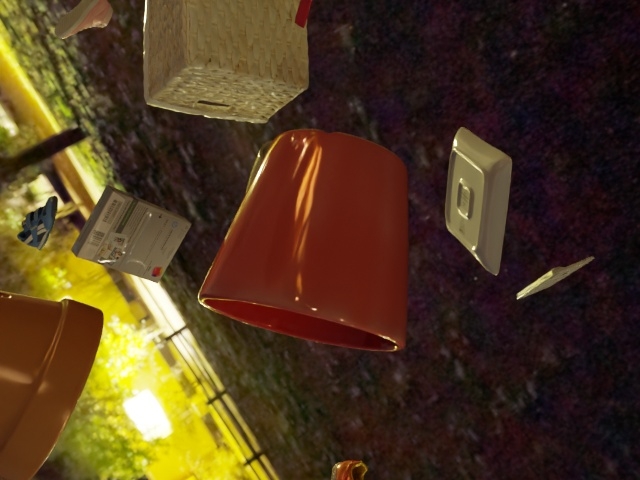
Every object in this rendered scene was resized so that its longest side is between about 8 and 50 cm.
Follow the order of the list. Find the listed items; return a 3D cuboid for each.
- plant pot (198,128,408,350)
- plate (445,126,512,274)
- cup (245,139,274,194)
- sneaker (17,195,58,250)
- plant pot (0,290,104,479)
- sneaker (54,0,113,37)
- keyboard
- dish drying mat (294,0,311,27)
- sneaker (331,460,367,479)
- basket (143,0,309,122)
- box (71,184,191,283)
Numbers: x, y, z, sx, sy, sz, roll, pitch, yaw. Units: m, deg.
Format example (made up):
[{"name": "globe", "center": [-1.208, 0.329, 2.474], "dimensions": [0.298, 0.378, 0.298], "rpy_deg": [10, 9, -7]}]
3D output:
[{"name": "plant pot", "center": [0.000, 0.000, 0.927], "dimensions": [0.275, 0.243, 0.275], "rpy_deg": [12, 166, 3]}, {"name": "plate", "center": [0.349, -0.096, 1.597], "dimensions": [0.277, 0.045, 0.277], "rpy_deg": [-118, 26, -63]}, {"name": "cup", "center": [-0.049, -0.038, 1.585], "dimensions": [0.331, 0.331, 0.237], "rpy_deg": [48, 118, 24]}, {"name": "sneaker", "center": [-0.588, -0.039, 1.441], "dimensions": [0.144, 0.059, 0.053], "rpy_deg": [-54, 27, 30]}, {"name": "plant pot", "center": [-0.494, 0.200, 1.058], "dimensions": [0.204, 0.290, 0.291], "rpy_deg": [28, 173, -24]}, {"name": "sneaker", "center": [-0.496, -0.465, 1.470], "dimensions": [0.051, 0.134, 0.070], "rpy_deg": [37, 172, 31]}, {"name": "keyboard", "center": [0.407, 0.069, 1.217], "dimensions": [0.256, 0.072, 0.014], "rpy_deg": [80, 173, -76]}, {"name": "dish drying mat", "center": [-0.029, -0.442, 1.290], "dimensions": [0.032, 0.008, 0.083], "rpy_deg": [43, 125, 39]}, {"name": "sneaker", "center": [0.050, 0.457, 1.188], "dimensions": [0.064, 0.068, 0.175], "rpy_deg": [54, -150, -39]}, {"name": "basket", "center": [-0.218, -0.484, 1.621], "dimensions": [0.266, 0.329, 0.331], "rpy_deg": [-17, 72, 56]}, {"name": "box", "center": [-0.363, -0.008, 1.340], "dimensions": [0.186, 0.145, 0.038], "rpy_deg": [25, -172, -43]}]
